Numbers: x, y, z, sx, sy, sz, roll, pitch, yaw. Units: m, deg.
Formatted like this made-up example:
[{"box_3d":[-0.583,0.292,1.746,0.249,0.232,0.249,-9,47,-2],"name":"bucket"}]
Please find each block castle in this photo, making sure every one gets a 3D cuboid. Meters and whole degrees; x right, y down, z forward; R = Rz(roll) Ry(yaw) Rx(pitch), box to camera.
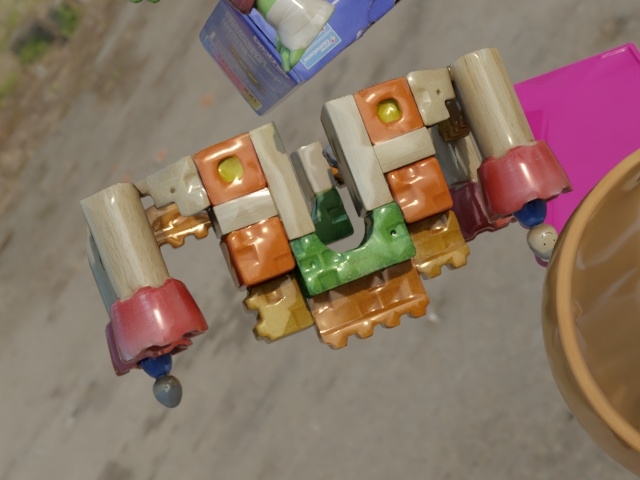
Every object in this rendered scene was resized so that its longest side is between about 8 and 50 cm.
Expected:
[{"box_3d":[0.000,0.000,1.721,0.453,0.213,0.303,-21,-4,-10],"name":"block castle"}]

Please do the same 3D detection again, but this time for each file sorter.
[{"box_3d":[0.338,-0.049,2.082,0.202,0.182,0.291,-20,47,-3],"name":"file sorter"}]

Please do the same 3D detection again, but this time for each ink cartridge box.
[{"box_3d":[0.011,-0.308,2.151,0.270,0.151,0.395,-41,6,-9],"name":"ink cartridge box"}]

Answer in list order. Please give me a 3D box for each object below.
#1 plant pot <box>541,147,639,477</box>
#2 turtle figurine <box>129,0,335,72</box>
[{"box_3d":[0.318,0.033,1.284,0.291,0.291,0.203,-61,-7,-15],"name":"plant pot"},{"box_3d":[-0.137,-0.225,1.487,0.275,0.266,0.198,-60,14,-20],"name":"turtle figurine"}]
